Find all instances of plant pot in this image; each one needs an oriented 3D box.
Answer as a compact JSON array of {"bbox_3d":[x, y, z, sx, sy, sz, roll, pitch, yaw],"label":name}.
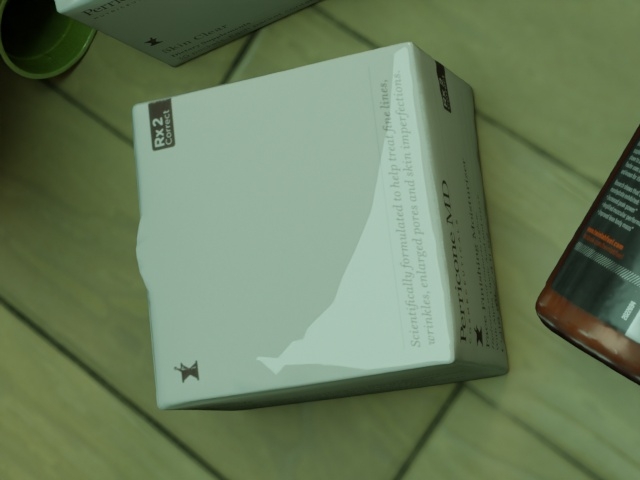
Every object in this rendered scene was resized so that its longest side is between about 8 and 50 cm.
[{"bbox_3d":[-0.206,-0.163,0.954,0.079,0.083,0.083,31,96,36],"label":"plant pot"}]

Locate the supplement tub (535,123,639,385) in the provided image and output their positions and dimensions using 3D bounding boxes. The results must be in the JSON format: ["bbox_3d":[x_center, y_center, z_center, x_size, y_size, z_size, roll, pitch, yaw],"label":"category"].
[{"bbox_3d":[0.204,-0.019,0.740,0.106,0.106,0.198,32,97,23],"label":"supplement tub"}]

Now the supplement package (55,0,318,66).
[{"bbox_3d":[-0.039,-0.258,0.853,0.262,0.145,0.204,-22,75,20],"label":"supplement package"}]

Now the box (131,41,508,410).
[{"bbox_3d":[0.000,0.000,0.817,0.182,0.119,0.181,-10,80,22],"label":"box"}]
